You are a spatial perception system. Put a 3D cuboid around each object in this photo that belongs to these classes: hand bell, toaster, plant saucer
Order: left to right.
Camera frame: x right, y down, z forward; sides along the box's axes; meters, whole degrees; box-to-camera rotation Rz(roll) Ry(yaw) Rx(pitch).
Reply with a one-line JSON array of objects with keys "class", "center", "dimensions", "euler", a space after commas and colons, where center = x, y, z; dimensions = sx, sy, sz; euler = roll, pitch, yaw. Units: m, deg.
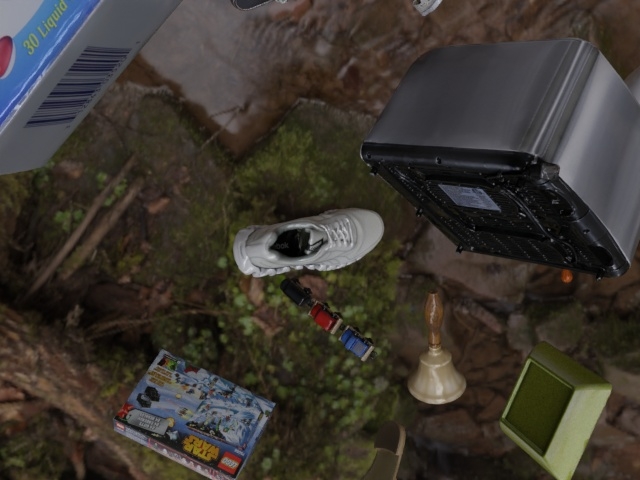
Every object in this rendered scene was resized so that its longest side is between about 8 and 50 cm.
[{"class": "hand bell", "center": [0.237, 0.206, 1.540], "dimensions": [0.126, 0.126, 0.242], "euler": [-1, 122, 10]}, {"class": "toaster", "center": [0.151, -0.056, 0.557], "dimensions": [0.168, 0.110, 0.185], "euler": [36, 165, -38]}, {"class": "plant saucer", "center": [0.385, 0.286, 1.280], "dimensions": [0.045, 0.188, 0.188], "euler": [17, 99, -25]}]

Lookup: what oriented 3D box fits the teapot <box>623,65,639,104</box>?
[{"class": "teapot", "center": [0.612, -0.206, 1.333], "dimensions": [0.253, 0.256, 0.187], "euler": [57, 164, 0]}]

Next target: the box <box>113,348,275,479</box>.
[{"class": "box", "center": [-0.127, 0.180, 0.761], "dimensions": [0.137, 0.094, 0.027], "euler": [24, 139, 8]}]

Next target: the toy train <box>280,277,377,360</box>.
[{"class": "toy train", "center": [0.009, 0.099, 0.959], "dimensions": [0.158, 0.036, 0.027], "euler": [38, 100, 20]}]

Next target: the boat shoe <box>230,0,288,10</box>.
[{"class": "boat shoe", "center": [-0.059, -0.381, 1.080], "dimensions": [0.206, 0.065, 0.075], "euler": [-21, 155, 37]}]

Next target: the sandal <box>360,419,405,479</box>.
[{"class": "sandal", "center": [0.137, 0.502, 1.562], "dimensions": [0.088, 0.240, 0.079], "euler": [9, 164, 43]}]

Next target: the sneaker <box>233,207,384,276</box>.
[{"class": "sneaker", "center": [0.000, 0.000, 1.296], "dimensions": [0.292, 0.110, 0.118], "euler": [-13, 177, -30]}]

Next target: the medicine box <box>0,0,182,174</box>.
[{"class": "medicine box", "center": [-0.333, -0.253, 0.729], "dimensions": [0.263, 0.149, 0.289], "euler": [-43, 88, 20]}]

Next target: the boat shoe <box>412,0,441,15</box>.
[{"class": "boat shoe", "center": [0.177, -0.399, 1.227], "dimensions": [0.035, 0.100, 0.035], "euler": [34, 88, -12]}]

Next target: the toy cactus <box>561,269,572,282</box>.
[{"class": "toy cactus", "center": [0.496, 0.003, 1.332], "dimensions": [0.180, 0.112, 0.219], "euler": [-13, 168, 12]}]
